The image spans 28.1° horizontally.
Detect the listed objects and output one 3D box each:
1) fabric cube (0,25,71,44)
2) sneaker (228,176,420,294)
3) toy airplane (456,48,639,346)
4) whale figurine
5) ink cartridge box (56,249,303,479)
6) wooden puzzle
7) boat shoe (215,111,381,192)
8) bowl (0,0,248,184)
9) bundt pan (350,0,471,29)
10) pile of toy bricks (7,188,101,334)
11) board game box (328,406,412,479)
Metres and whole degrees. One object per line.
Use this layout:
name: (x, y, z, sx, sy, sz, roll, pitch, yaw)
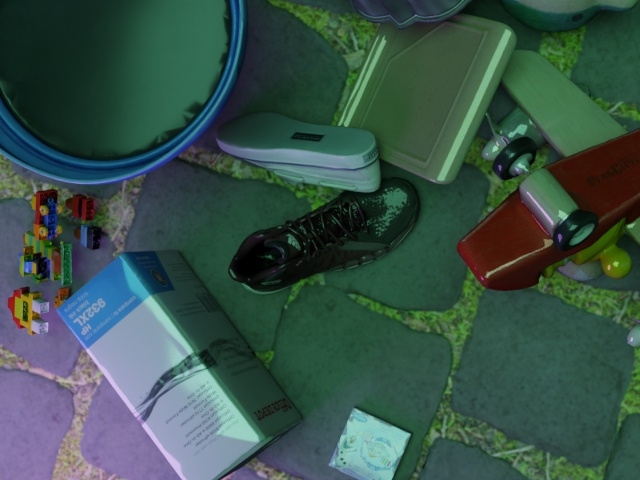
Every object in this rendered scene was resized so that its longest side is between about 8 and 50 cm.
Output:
fabric cube: (-0.307, -0.381, 1.750, 0.254, 0.258, 0.259, 16, 92, 11)
sneaker: (0.000, 0.000, 1.728, 0.281, 0.162, 0.106, -28, 84, 10)
toy airplane: (0.377, -0.055, 1.630, 0.384, 0.272, 0.386, 13, 55, 1)
whale figurine: (0.355, -0.370, 1.691, 0.272, 0.141, 0.216, -22, 60, -12)
ink cartridge box: (-0.183, 0.170, 1.732, 0.129, 0.223, 0.307, -39, 82, 9)
wooden puzzle: (0.141, -0.203, 1.718, 0.238, 0.044, 0.221, 29, 96, 48)
boat shoe: (-0.033, -0.112, 1.765, 0.258, 0.095, 0.084, 15, 135, 34)
bowl: (-0.273, -0.263, 1.572, 0.391, 0.077, 0.391, 0, 90, 12)
bundt pan: (0.117, -0.451, 1.663, 0.330, 0.124, 0.331, -14, 65, 31)
pile of toy bricks: (-0.398, 0.019, 1.853, 0.105, 0.118, 0.212, 20, 111, 39)
board game box: (0.070, 0.291, 1.782, 0.090, 0.020, 0.090, 24, 94, 11)
